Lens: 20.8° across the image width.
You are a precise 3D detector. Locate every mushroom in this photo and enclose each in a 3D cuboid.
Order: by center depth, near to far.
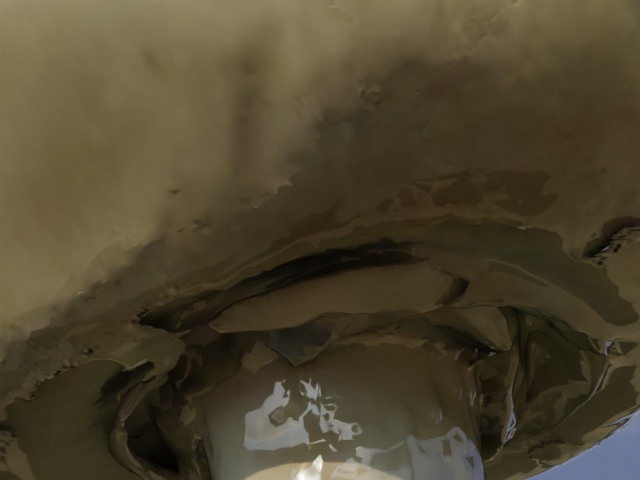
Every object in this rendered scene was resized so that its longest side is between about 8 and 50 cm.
[{"bbox_3d":[0.000,0.000,0.428,0.246,0.202,0.246,-8,-35,-6],"label":"mushroom"}]
